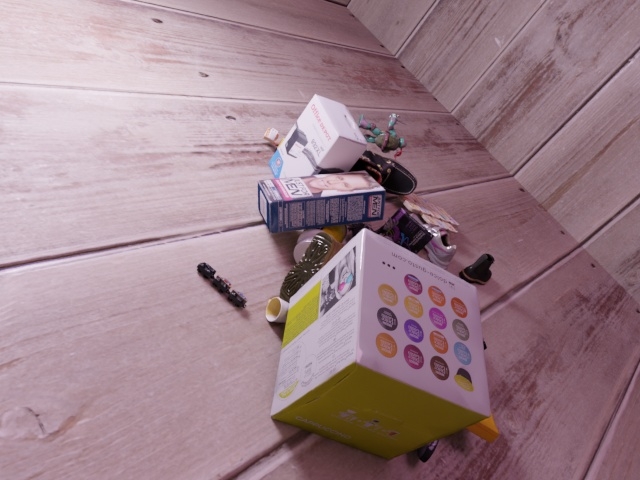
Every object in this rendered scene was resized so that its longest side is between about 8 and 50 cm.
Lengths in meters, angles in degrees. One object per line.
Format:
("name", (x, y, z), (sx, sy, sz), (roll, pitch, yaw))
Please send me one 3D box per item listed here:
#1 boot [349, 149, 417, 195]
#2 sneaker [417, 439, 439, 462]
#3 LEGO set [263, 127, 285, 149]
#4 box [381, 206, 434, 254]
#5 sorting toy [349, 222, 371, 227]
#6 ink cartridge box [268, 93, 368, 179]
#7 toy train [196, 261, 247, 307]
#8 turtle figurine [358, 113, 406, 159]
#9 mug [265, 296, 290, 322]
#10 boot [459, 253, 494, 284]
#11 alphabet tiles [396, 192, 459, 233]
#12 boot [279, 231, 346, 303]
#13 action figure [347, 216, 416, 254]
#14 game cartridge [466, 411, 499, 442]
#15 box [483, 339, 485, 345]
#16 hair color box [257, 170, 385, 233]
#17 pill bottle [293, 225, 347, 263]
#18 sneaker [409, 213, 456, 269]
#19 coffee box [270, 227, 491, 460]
("boot", (0.201, -0.252, 2.139), (0.377, 0.138, 0.284), (30, 18, -7))
("sneaker", (0.242, 0.462, 1.432), (0.098, 0.083, 0.224), (29, 21, 2))
("LEGO set", (-0.070, -0.350, 2.078), (0.287, 0.132, 0.107), (-4, 14, -11))
("box", (0.313, -0.028, 2.054), (0.162, 0.116, 0.029), (40, 34, 1))
("sorting toy", (0.086, -0.133, 2.034), (0.193, 0.038, 0.208), (21, 41, -27))
("ink cartridge box", (-0.016, -0.279, 1.847), (0.129, 0.307, 0.223), (11, 42, -38))
("toy train", (-0.241, 0.110, 1.406), (0.158, 0.027, 0.036), (42, 21, 4))
("turtle figurine", (0.253, -0.407, 2.209), (0.234, 0.175, 0.118), (15, 36, -7))
("mug", (-0.096, 0.176, 1.443), (0.064, 0.062, 0.078), (24, 41, -37))
("boot", (0.647, 0.105, 2.211), (0.198, 0.137, 0.077), (-4, 52, -48))
("alphabet tiles", (0.443, -0.128, 2.345), (0.284, 0.021, 0.278), (17, 27, -33))
("boot", (0.029, 0.109, 1.585), (0.089, 0.236, 0.269), (37, 4, 32))
("action figure", (0.204, -0.002, 1.893), (0.275, 0.141, 0.164), (33, 44, -13))
("game cartridge", (0.342, 0.377, 1.579), (0.285, 0.053, 0.324), (33, 17, -11))
("box", (0.438, 0.274, 1.790), (0.180, 0.077, 0.147), (58, 6, 27))
("hair color box", (0.000, -0.120, 1.686), (0.347, 0.105, 0.174), (-7, 29, -16))
("pill bottle", (0.000, 0.000, 1.698), (0.119, 0.119, 0.208), (38, 32, -3))
("sneaker", (0.428, -0.016, 2.161), (0.252, 0.111, 0.103), (51, 34, 17))
("coffee box", (0.129, 0.249, 1.278), (0.337, 0.338, 0.334), (26, 46, -20))
